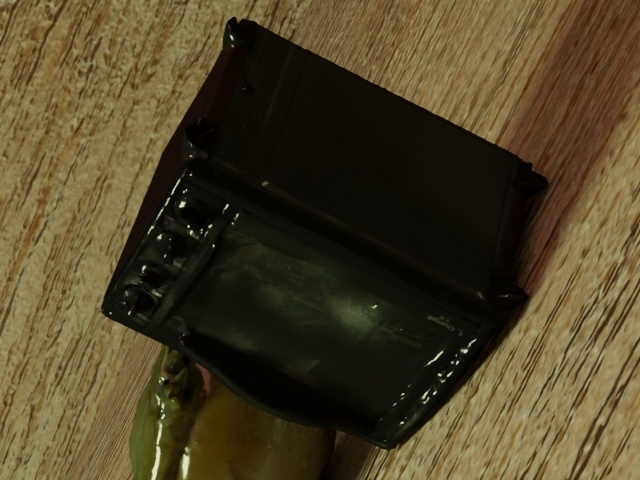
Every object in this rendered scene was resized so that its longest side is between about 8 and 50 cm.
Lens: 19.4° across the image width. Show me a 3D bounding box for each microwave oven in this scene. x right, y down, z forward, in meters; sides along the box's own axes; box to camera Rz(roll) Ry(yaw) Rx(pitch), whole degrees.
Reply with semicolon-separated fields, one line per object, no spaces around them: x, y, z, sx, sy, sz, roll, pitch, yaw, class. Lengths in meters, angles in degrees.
0.000;0.000;1.276;0.178;0.247;0.188;-56;11;41;microwave oven

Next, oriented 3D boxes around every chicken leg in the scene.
-0.109;0.254;1.408;0.429;0.152;0.201;-68;-13;6;chicken leg
